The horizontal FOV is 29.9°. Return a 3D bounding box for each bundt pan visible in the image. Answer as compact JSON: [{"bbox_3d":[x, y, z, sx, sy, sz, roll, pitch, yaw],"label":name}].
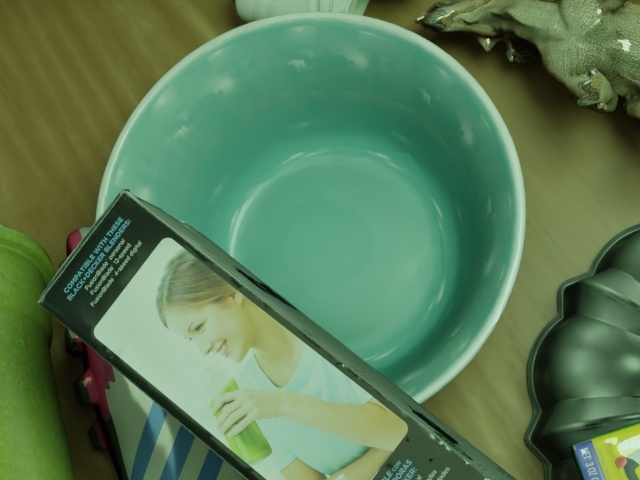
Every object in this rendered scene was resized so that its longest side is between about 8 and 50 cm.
[{"bbox_3d":[0.312,0.116,0.861,0.330,0.124,0.331,-2,77,9],"label":"bundt pan"}]

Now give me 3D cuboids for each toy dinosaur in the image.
[{"bbox_3d":[0.236,-0.151,0.930,0.295,0.200,0.127,29,99,-6],"label":"toy dinosaur"}]

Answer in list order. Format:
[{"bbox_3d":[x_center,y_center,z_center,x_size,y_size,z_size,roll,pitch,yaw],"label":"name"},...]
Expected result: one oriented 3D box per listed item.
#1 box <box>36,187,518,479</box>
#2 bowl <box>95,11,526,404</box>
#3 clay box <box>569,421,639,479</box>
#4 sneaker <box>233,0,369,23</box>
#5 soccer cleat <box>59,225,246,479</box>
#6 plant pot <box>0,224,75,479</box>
[{"bbox_3d":[-0.015,0.099,0.733,0.290,0.169,0.087,38,89,14],"label":"box"},{"bbox_3d":[0.000,0.000,0.919,0.311,0.163,0.312,-2,78,9],"label":"bowl"},{"bbox_3d":[0.287,0.157,0.765,0.222,0.053,0.127,-20,76,6],"label":"clay box"},{"bbox_3d":[0.049,-0.294,0.986,0.152,0.114,0.305,30,110,8],"label":"sneaker"},{"bbox_3d":[-0.114,0.138,0.951,0.143,0.116,0.331,-13,73,-15],"label":"soccer cleat"},{"bbox_3d":[-0.286,0.166,0.856,0.276,0.276,0.254,-27,66,3],"label":"plant pot"}]
